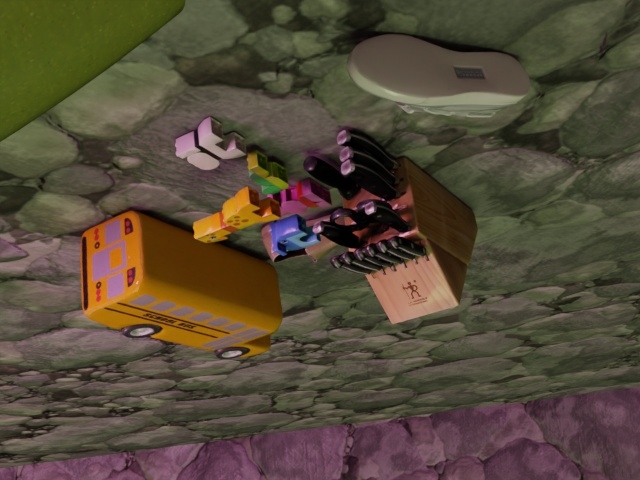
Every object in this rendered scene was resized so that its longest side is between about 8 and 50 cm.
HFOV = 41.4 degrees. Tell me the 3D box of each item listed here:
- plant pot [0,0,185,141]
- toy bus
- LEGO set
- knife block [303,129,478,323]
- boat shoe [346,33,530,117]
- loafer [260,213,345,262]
[{"bbox_3d":[-0.228,-0.141,0.416,0.293,0.275,0.275,-21,161,-14],"label":"plant pot"},{"bbox_3d":[-0.160,0.068,1.095,0.130,0.108,0.332,-23,153,27],"label":"toy bus"},{"bbox_3d":[-0.080,-0.036,0.899,0.093,0.087,0.227,-20,154,25],"label":"LEGO set"},{"bbox_3d":[0.082,-0.043,0.973,0.088,0.242,0.276,-18,-159,26],"label":"knife block"},{"bbox_3d":[0.099,-0.139,0.755,0.184,0.066,0.063,-7,159,-30],"label":"boat shoe"},{"bbox_3d":[0.000,0.000,1.054,0.148,0.050,0.056,-8,161,10],"label":"loafer"}]
